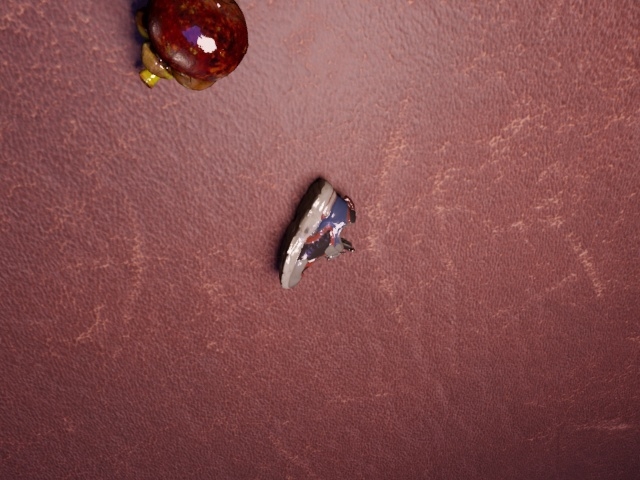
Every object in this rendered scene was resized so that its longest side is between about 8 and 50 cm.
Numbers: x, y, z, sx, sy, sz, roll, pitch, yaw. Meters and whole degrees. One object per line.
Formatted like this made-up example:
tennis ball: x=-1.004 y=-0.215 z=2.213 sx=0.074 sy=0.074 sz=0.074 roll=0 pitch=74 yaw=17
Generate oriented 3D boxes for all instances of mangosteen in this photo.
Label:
mangosteen: x=-0.188 y=-0.292 z=0.756 sx=0.145 sy=0.156 sz=0.181 roll=-10 pitch=158 yaw=-35

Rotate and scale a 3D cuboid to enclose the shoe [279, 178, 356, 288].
shoe: x=0.000 y=0.000 z=0.985 sx=0.125 sy=0.099 sz=0.228 roll=19 pitch=112 yaw=-18
